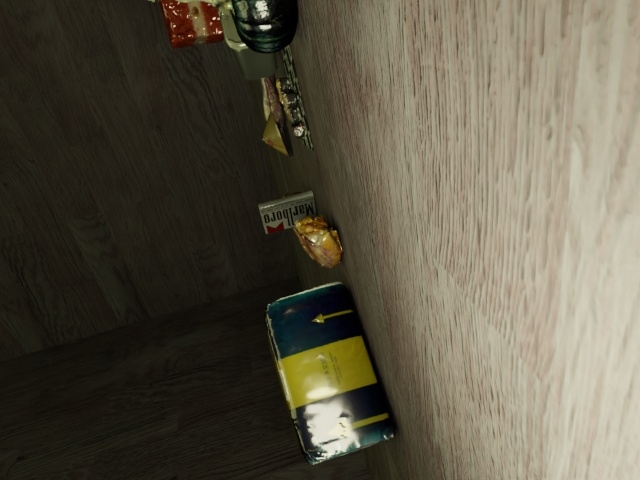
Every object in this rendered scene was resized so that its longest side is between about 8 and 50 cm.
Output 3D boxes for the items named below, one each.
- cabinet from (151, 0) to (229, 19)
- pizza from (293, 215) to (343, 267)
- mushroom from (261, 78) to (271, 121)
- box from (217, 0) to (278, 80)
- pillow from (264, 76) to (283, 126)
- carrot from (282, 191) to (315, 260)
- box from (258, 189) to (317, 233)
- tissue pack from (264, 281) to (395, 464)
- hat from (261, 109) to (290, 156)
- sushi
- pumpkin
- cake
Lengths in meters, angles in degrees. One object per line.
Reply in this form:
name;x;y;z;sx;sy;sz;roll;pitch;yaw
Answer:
cabinet;-0.301;-0.730;1.117;0.290;0.228;0.317;-56;46;45
pizza;0.000;0.000;1.345;0.161;0.086;0.305;52;175;2
mushroom;-0.208;-0.564;1.961;0.059;0.055;0.202;124;135;-75
box;-0.201;-0.594;1.353;0.178;0.138;0.274;79;179;-74
pillow;-0.160;-0.488;1.730;0.118;0.043;0.184;37;-142;-86
carrot;-0.058;-0.045;1.716;0.102;0.102;0.263;86;166;-62
box;-0.102;-0.091;1.588;0.115;0.178;0.035;82;170;-45
tissue pack;0.019;0.359;1.321;0.264;0.254;0.416;89;162;-68
hat;-0.181;-0.389;1.849;0.193;0.082;0.192;-19;-90;-87
sushi;-0.084;-0.377;1.325;0.192;0.043;0.279;-121;16;-69
pumpkin;-0.122;-0.474;0.980;0.202;0.140;0.201;161;90;-83
cake;-0.415;-0.862;1.782;0.270;0.320;0.269;-137;34;-68
